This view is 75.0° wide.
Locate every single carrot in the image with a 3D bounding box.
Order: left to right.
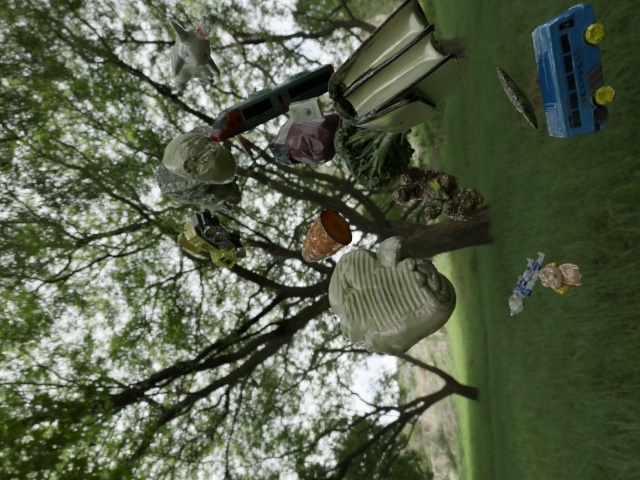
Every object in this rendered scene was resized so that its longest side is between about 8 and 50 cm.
[{"bbox_3d":[0.000,0.000,1.571,0.159,0.225,0.159,23,-133,-28],"label":"carrot"}]

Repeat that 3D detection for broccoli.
[{"bbox_3d":[0.199,-0.352,1.533,0.304,0.321,0.283,-58,7,-28],"label":"broccoli"}]

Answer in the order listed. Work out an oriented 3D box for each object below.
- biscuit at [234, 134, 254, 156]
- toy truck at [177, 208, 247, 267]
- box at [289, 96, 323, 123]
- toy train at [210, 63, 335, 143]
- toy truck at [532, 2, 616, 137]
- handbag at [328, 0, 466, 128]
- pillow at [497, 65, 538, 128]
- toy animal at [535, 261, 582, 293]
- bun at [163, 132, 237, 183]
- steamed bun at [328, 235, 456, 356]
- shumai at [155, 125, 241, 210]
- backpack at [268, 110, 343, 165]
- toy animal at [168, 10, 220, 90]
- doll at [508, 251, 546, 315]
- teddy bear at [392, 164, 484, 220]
[{"bbox_3d":[-0.376,-0.472,1.926,0.221,0.028,0.142,55,177,3],"label":"biscuit"},{"bbox_3d":[-0.420,0.006,1.621,0.272,0.157,0.124,44,-166,-50],"label":"toy truck"},{"bbox_3d":[-0.039,-0.356,1.144,0.024,0.083,0.054,-72,-31,-48],"label":"box"},{"bbox_3d":[-0.135,-0.394,1.183,0.409,0.086,0.089,-32,-63,-20],"label":"toy train"},{"bbox_3d":[0.795,-0.526,1.321,0.161,0.162,0.385,-74,-33,-72],"label":"toy truck"},{"bbox_3d":[0.181,-0.344,0.929,0.160,0.236,0.358,59,-155,2],"label":"handbag"},{"bbox_3d":[0.728,-0.524,1.538,0.208,0.052,0.212,7,-121,-53],"label":"pillow"},{"bbox_3d":[0.677,0.111,1.191,0.114,0.081,0.092,176,90,-65],"label":"toy animal"},{"bbox_3d":[-0.354,-0.250,1.265,0.220,0.220,0.135,-23,-50,-70],"label":"bun"},{"bbox_3d":[0.215,0.174,1.269,0.247,0.352,0.339,40,-159,-53],"label":"steamed bun"},{"bbox_3d":[-0.490,-0.277,1.831,0.323,0.397,0.325,42,-136,-49],"label":"shumai"},{"bbox_3d":[-0.030,-0.440,1.790,0.197,0.317,0.284,46,-115,-51],"label":"backpack"},{"bbox_3d":[-0.376,-0.548,1.234,0.282,0.140,0.139,-178,75,-68],"label":"toy animal"},{"bbox_3d":[0.680,0.147,1.388,0.228,0.057,0.114,-63,-2,-15],"label":"doll"},{"bbox_3d":[0.469,-0.172,1.699,0.247,0.295,0.223,103,156,-44],"label":"teddy bear"}]
